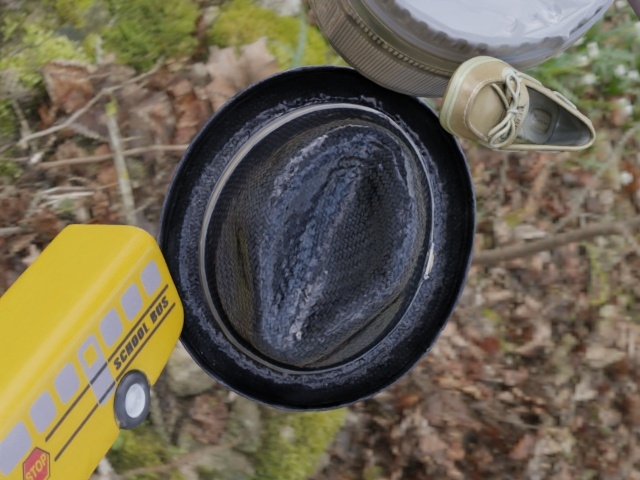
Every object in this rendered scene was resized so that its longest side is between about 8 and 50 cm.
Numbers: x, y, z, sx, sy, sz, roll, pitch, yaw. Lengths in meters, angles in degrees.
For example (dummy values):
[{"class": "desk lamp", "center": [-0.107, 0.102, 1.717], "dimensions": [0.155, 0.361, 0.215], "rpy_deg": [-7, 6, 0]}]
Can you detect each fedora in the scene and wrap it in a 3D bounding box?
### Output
[{"class": "fedora", "center": [0.000, 0.000, 1.198], "dimensions": [0.334, 0.152, 0.334], "rpy_deg": [0, 91, -3]}]

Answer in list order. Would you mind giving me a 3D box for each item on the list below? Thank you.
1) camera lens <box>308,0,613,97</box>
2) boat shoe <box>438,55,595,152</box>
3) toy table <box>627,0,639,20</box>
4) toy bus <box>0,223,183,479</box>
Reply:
[{"class": "camera lens", "center": [0.103, -0.224, 0.968], "dimensions": [0.219, 0.274, 0.219], "rpy_deg": [0, 91, -5]}, {"class": "boat shoe", "center": [0.129, -0.082, 0.851], "dimensions": [0.153, 0.048, 0.056], "rpy_deg": [11, 102, -57]}, {"class": "toy table", "center": [0.177, -0.140, 0.383], "dimensions": [0.252, 0.161, 0.274], "rpy_deg": [-35, 76, 0]}, {"class": "toy bus", "center": [-0.233, 0.135, 1.039], "dimensions": [0.332, 0.108, 0.130], "rpy_deg": [-56, 140, -45]}]
